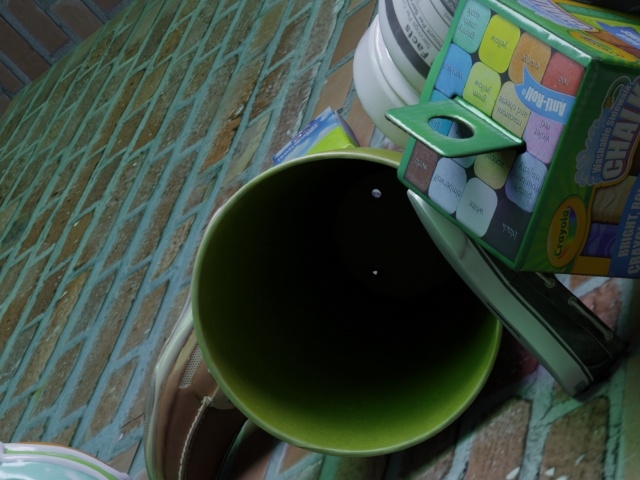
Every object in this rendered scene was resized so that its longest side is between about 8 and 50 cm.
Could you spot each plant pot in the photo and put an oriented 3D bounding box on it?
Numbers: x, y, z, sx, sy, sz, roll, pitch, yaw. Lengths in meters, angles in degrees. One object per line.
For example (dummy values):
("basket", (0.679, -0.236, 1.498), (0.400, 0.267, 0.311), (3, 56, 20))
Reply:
("plant pot", (0.048, 0.025, 1.855), (0.275, 0.275, 0.293), (-39, 4, 17))

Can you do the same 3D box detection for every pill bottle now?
("pill bottle", (0.177, -0.230, 1.777), (0.204, 0.204, 0.361), (-59, 5, -37))

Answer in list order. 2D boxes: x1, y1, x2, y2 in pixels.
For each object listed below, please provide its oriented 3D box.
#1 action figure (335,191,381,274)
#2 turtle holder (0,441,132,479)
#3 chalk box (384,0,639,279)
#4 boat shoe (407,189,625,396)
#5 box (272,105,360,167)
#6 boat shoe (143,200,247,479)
("action figure", (0.000, 0.000, 2.124), (0.276, 0.141, 0.164), (-34, -9, 39))
("turtle holder", (-0.302, 0.338, 1.911), (0.320, 0.227, 0.243), (-47, 19, -9))
("chalk box", (0.191, -0.087, 1.561), (0.180, 0.289, 0.179), (41, 118, 48))
("boat shoe", (0.161, 0.026, 1.645), (0.070, 0.219, 0.078), (-41, 0, -3))
("box", (-0.003, -0.100, 2.507), (0.109, 0.042, 0.178), (-41, 19, 7))
("boat shoe", (-0.086, 0.121, 2.000), (0.116, 0.123, 0.324), (17, 94, 27))
